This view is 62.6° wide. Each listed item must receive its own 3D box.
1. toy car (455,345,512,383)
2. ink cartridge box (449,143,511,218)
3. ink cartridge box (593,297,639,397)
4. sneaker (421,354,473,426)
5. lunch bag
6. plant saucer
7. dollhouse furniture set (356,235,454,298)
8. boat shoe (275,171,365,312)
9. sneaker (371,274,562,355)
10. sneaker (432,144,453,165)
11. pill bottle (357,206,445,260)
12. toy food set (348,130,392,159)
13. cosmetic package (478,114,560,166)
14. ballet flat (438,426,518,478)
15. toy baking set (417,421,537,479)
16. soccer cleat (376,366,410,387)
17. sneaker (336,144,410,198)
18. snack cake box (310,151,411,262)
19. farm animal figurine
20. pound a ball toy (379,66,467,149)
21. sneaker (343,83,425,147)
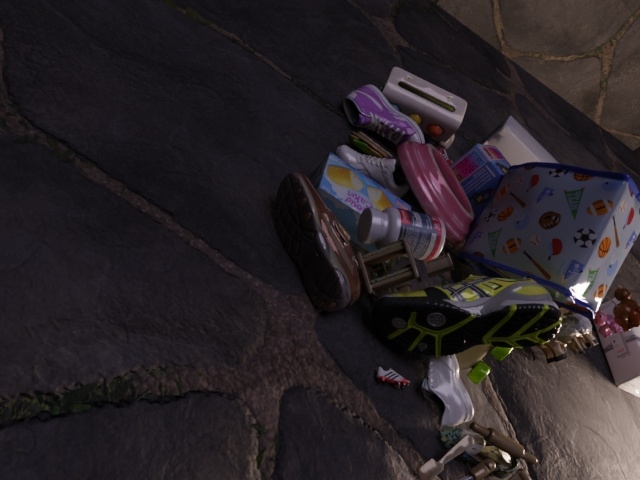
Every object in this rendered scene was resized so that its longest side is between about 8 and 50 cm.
[{"bbox_3d":[0.368,0.233,1.277,0.155,0.149,0.188,44,13,17],"label":"toy car"},{"bbox_3d":[0.597,-0.111,1.690,0.395,0.151,0.270,57,30,11],"label":"ink cartridge box"},{"bbox_3d":[1.029,0.354,1.719,0.207,0.117,0.283,26,43,-22],"label":"ink cartridge box"},{"bbox_3d":[0.250,0.296,1.146,0.094,0.080,0.212,-7,60,-26],"label":"sneaker"},{"bbox_3d":[0.586,-0.023,1.388,0.239,0.327,0.385,34,-6,-38],"label":"lunch bag"},{"bbox_3d":[0.340,-0.151,1.505,0.332,0.084,0.332,45,26,-29],"label":"plant saucer"},{"bbox_3d":[0.193,0.054,1.163,0.161,0.182,0.101,41,31,-68],"label":"dollhouse furniture set"},{"bbox_3d":[0.000,0.000,1.153,0.116,0.123,0.324,-5,70,-47],"label":"boat shoe"},{"bbox_3d":[0.304,0.152,1.144,0.385,0.145,0.147,1,32,5],"label":"sneaker"},{"bbox_3d":[0.405,-0.278,1.781,0.067,0.042,0.118,18,39,-34],"label":"sneaker"},{"bbox_3d":[0.182,-0.019,1.203,0.180,0.108,0.108,11,50,-18],"label":"pill bottle"},{"bbox_3d":[0.135,-0.264,1.506,0.132,0.038,0.192,35,8,-8],"label":"toy food set"},{"bbox_3d":[0.740,-0.250,1.926,0.365,0.197,0.155,46,40,-1],"label":"cosmetic package"},{"bbox_3d":[0.336,0.435,1.102,0.188,0.070,0.070,30,42,-17],"label":"ballet flat"},{"bbox_3d":[0.321,0.465,1.033,0.256,0.030,0.196,36,66,-7],"label":"toy baking set"},{"bbox_3d":[0.153,0.285,1.101,0.083,0.029,0.035,17,51,-24],"label":"soccer cleat"},{"bbox_3d":[0.151,-0.199,1.440,0.232,0.115,0.090,35,41,-12],"label":"sneaker"},{"bbox_3d":[0.095,-0.082,1.315,0.264,0.089,0.152,32,41,-16],"label":"snack cake box"},{"bbox_3d":[0.710,0.221,1.491,0.327,0.330,0.172,-19,70,-17],"label":"farm animal figurine"},{"bbox_3d":[0.332,-0.409,1.766,0.319,0.208,0.135,25,68,-6],"label":"pound a ball toy"},{"bbox_3d":[0.183,-0.351,1.624,0.282,0.102,0.161,44,46,10],"label":"sneaker"}]
